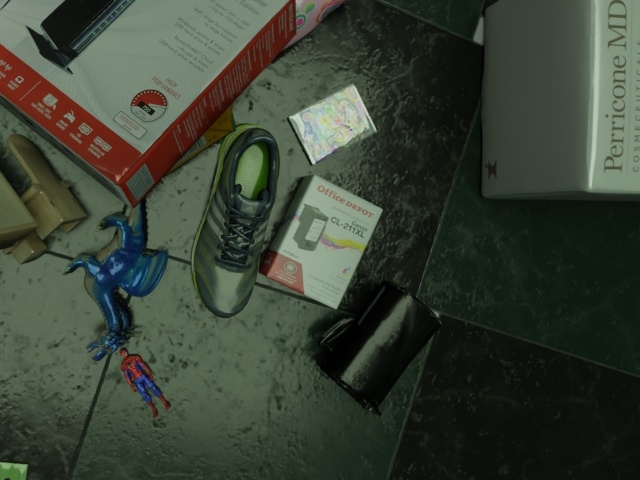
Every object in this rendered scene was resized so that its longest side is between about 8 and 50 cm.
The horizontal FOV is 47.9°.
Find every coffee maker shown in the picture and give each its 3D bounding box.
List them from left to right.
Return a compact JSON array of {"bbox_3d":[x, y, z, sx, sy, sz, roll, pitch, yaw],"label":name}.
[{"bbox_3d":[0.101,0.166,1.112,0.178,0.171,0.120,-52,129,-4],"label":"coffee maker"}]

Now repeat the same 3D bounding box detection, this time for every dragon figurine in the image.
[{"bbox_3d":[-0.274,0.032,1.057,0.144,0.085,0.289,36,80,-13],"label":"dragon figurine"}]

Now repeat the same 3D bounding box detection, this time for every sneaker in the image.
[{"bbox_3d":[-0.125,-0.032,1.073,0.111,0.121,0.300,8,90,-13],"label":"sneaker"}]

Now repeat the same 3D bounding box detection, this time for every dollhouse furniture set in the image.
[{"bbox_3d":[-0.553,0.018,0.957,0.355,0.303,0.174,-37,87,20],"label":"dollhouse furniture set"}]

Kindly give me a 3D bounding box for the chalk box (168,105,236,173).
[{"bbox_3d":[-0.271,-0.248,0.977,0.180,0.179,0.289,-35,77,-10],"label":"chalk box"}]

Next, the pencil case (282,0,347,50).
[{"bbox_3d":[-0.070,-0.343,1.080,0.284,0.124,0.124,-38,100,-8],"label":"pencil case"}]

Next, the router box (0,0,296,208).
[{"bbox_3d":[-0.249,-0.254,0.844,0.335,0.082,0.301,36,75,11],"label":"router box"}]

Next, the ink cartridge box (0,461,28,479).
[{"bbox_3d":[-0.537,0.371,1.021,0.209,0.062,0.109,8,90,-14],"label":"ink cartridge box"}]

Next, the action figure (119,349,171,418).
[{"bbox_3d":[-0.272,0.215,1.097,0.038,0.030,0.115,-33,97,-5],"label":"action figure"}]

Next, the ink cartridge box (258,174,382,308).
[{"bbox_3d":[0.000,0.000,1.130,0.127,0.072,0.175,26,87,-13],"label":"ink cartridge box"}]

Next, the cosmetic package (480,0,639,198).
[{"bbox_3d":[0.494,-0.225,1.111,0.393,0.327,0.330,0,93,-13],"label":"cosmetic package"}]

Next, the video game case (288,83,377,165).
[{"bbox_3d":[0.020,-0.187,1.159,0.122,0.011,0.087,-29,99,-11],"label":"video game case"}]
